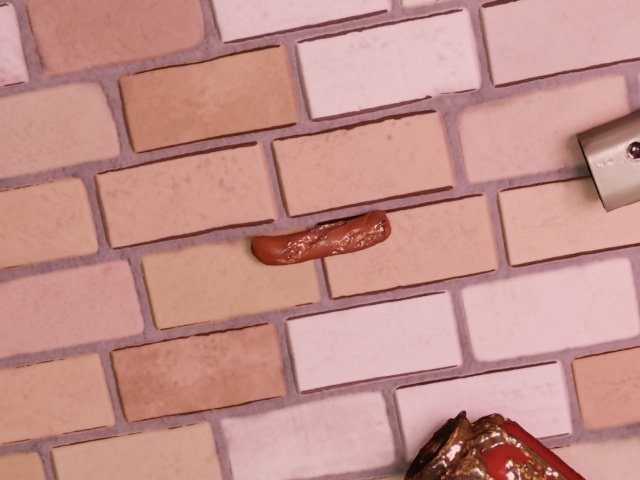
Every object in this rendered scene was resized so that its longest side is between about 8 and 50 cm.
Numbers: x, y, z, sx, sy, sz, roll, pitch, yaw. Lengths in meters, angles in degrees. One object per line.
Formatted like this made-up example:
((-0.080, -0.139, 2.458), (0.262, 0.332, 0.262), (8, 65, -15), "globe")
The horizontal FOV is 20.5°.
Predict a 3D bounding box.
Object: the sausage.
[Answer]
((0.000, 0.000, 1.936), (0.158, 0.042, 0.036), (-11, 139, 8), "sausage")

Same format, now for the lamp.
((0.219, 0.311, 1.925), (0.274, 0.177, 0.177), (39, 102, -7), "lamp")

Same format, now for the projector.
((0.323, -0.085, 1.869), (0.082, 0.083, 0.083), (-21, 101, 8), "projector")
